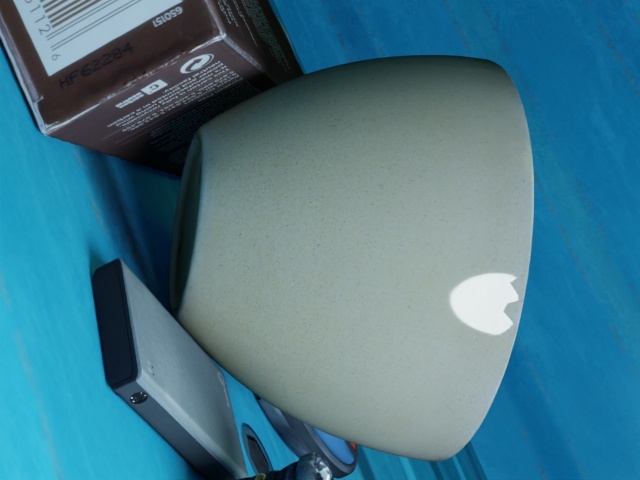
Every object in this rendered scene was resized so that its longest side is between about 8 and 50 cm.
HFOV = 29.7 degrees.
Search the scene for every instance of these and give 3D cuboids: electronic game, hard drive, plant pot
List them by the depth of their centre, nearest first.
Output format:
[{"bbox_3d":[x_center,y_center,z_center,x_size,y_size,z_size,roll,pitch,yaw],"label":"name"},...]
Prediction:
[{"bbox_3d":[-0.089,0.084,0.728,0.135,0.022,0.094,56,11,-46],"label":"hard drive"},{"bbox_3d":[0.000,0.000,0.830,0.284,0.191,0.284,-172,-90,-77],"label":"plant pot"},{"bbox_3d":[-0.025,0.094,1.025,0.229,0.048,0.229,61,8,-15],"label":"electronic game"}]

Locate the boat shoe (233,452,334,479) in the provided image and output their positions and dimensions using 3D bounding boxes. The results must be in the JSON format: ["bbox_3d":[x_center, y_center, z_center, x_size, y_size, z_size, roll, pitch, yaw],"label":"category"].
[{"bbox_3d":[-0.023,0.182,0.624,0.065,0.083,0.183,59,9,-31],"label":"boat shoe"}]

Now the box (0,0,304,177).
[{"bbox_3d":[-0.121,-0.168,0.920,0.191,0.143,0.381,64,9,7],"label":"box"}]
